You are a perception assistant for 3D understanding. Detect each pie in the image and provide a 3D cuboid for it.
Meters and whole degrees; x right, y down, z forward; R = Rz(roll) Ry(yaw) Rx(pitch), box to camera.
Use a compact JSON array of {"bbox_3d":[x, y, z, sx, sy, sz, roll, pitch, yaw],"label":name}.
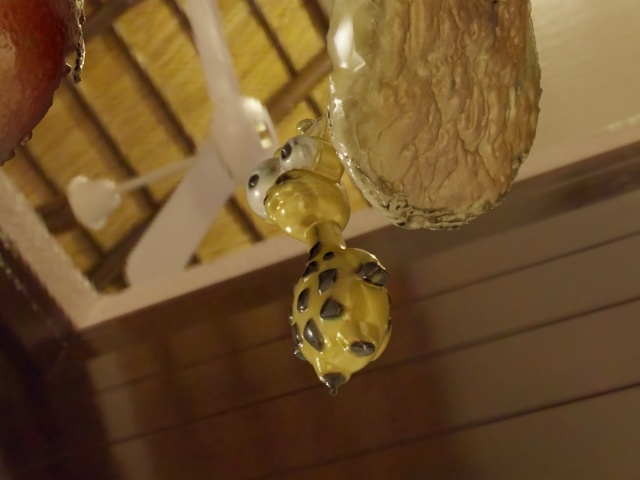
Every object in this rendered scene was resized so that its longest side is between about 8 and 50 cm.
[{"bbox_3d":[0.063,-0.100,0.694,0.185,0.052,0.218,-56,-40,-36],"label":"pie"}]

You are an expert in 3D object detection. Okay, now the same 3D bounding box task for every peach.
[{"bbox_3d":[-0.439,-0.260,1.375,0.406,0.335,0.310,-87,-24,-47],"label":"peach"}]

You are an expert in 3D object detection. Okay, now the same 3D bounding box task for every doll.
[{"bbox_3d":[-0.001,0.000,1.075,0.086,0.117,0.291,25,-146,-34],"label":"doll"}]
